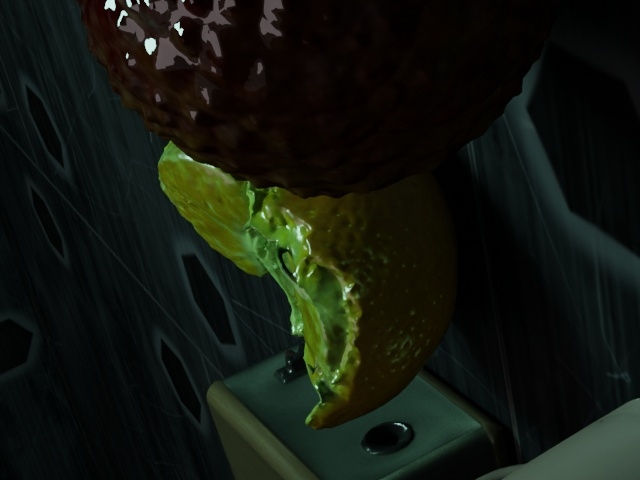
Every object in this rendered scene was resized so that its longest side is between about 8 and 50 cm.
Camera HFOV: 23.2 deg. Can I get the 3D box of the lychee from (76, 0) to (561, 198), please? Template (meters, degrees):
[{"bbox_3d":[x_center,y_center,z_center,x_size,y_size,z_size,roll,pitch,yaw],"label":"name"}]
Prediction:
[{"bbox_3d":[0.004,-0.143,0.741,0.260,0.260,0.260,53,159,31],"label":"lychee"}]

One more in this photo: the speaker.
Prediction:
[{"bbox_3d":[0.039,0.194,1.237,0.231,0.153,0.192,35,145,56],"label":"speaker"}]

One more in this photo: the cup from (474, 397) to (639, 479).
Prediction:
[{"bbox_3d":[0.135,0.212,0.920,0.253,0.200,0.191,31,143,60],"label":"cup"}]

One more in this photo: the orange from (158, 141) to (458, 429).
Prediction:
[{"bbox_3d":[0.006,-0.001,1.056,0.237,0.158,0.179,55,163,28],"label":"orange"}]
